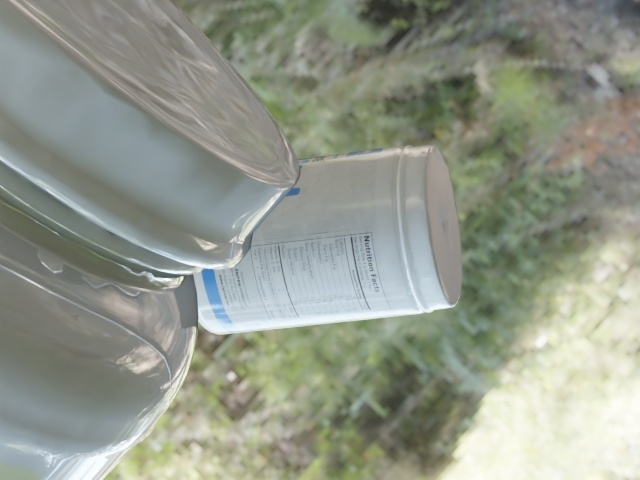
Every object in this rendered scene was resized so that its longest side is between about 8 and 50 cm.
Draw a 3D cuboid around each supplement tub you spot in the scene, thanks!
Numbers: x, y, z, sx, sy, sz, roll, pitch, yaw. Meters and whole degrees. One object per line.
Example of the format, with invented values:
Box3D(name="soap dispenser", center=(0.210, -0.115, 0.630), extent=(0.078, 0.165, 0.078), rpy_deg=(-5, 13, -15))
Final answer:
Box3D(name="supplement tub", center=(-0.187, 0.031, 0.502), extent=(0.235, 0.325, 0.235), rpy_deg=(42, -170, -9))
Box3D(name="supplement tub", center=(0.000, 0.000, 0.683), extent=(0.071, 0.107, 0.071), rpy_deg=(-8, -90, -76))
